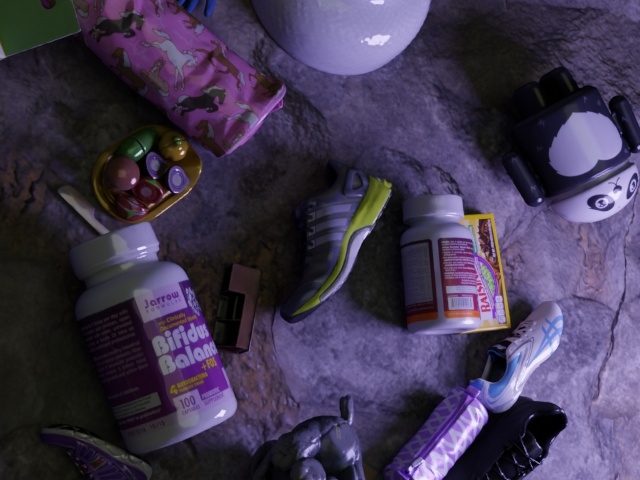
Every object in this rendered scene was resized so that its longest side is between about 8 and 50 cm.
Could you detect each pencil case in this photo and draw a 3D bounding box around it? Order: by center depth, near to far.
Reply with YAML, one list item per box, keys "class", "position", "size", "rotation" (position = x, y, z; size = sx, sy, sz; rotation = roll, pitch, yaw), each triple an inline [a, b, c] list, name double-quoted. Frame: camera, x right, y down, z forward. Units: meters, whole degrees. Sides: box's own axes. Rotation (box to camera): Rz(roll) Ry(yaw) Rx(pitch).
- class: "pencil case"
  position: [-0.234, -0.293, 1.668]
  size: [0.386, 0.160, 0.167]
  rotation: [42, 88, -12]
- class: "pencil case"
  position: [0.185, 0.328, 1.772]
  size: [0.206, 0.086, 0.088]
  rotation: [-46, 145, -29]

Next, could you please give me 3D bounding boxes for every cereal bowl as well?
- class: "cereal bowl"
  position: [0.051, -0.458, 1.852]
  size: [0.339, 0.141, 0.338]
  rotation: [6, 77, -26]

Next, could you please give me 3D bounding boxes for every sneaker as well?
- class: "sneaker"
  position: [-0.319, 0.310, 1.545]
  size: [0.170, 0.068, 0.071]
  rotation: [31, 77, -15]
- class: "sneaker"
  position: [0.000, 0.000, 1.758]
  size: [0.121, 0.111, 0.300]
  rotation: [32, 61, -6]
- class: "sneaker"
  position: [0.294, 0.357, 1.797]
  size: [0.109, 0.130, 0.286]
  rotation: [49, 64, -11]
- class: "sneaker"
  position: [0.339, 0.185, 1.880]
  size: [0.086, 0.085, 0.237]
  rotation: [49, 62, -18]

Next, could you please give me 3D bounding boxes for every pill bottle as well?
- class: "pill bottle"
  position: [-0.245, 0.133, 1.559]
  size: [0.169, 0.169, 0.301]
  rotation: [-22, 89, -28]
- class: "pill bottle"
  position: [0.195, 0.041, 1.822]
  size: [0.121, 0.121, 0.221]
  rotation: [1, 78, -26]

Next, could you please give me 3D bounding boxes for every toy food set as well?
- class: "toy food set"
  position: [-0.268, -0.097, 1.654]
  size: [0.218, 0.071, 0.128]
  rotation: [-41, 98, -27]

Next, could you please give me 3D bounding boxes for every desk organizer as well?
- class: "desk organizer"
  position: [-0.129, 0.104, 1.692]
  size: [0.050, 0.047, 0.130]
  rotation: [15, 72, -20]

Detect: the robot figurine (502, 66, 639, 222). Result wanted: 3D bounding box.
- class: "robot figurine"
  position: [0.450, -0.166, 1.961]
  size: [0.173, 0.209, 0.278]
  rotation: [-30, 92, -58]

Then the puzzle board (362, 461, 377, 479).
- class: "puzzle board"
  position: [0.018, 0.372, 1.725]
  size: [0.128, 0.011, 0.096]
  rotation: [36, 67, -14]

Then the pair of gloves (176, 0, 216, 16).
- class: "pair of gloves"
  position: [-0.239, -0.446, 1.775]
  size: [0.198, 0.023, 0.159]
  rotation: [41, 66, -12]

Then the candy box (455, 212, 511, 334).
- class: "candy box"
  position: [0.266, 0.057, 1.907]
  size: [0.105, 0.027, 0.205]
  rotation: [-4, 80, -23]

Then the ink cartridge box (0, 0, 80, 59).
- class: "ink cartridge box"
  position: [-0.475, -0.337, 1.548]
  size: [0.235, 0.056, 0.171]
  rotation: [-18, 85, 10]

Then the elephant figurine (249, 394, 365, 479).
- class: "elephant figurine"
  position: [-0.050, 0.365, 1.622]
  size: [0.186, 0.239, 0.169]
  rotation: [-5, 61, -42]
